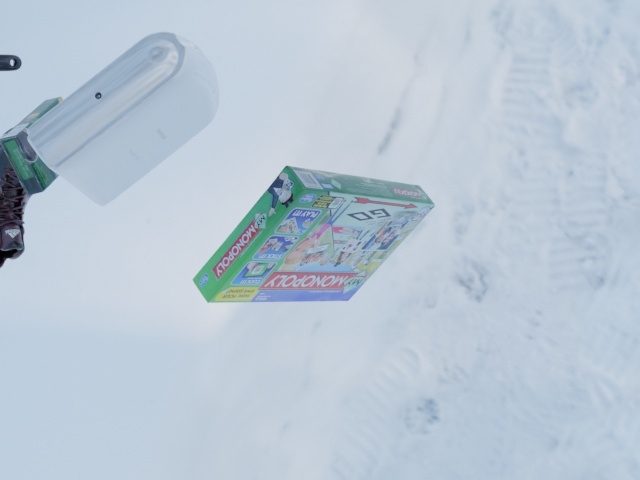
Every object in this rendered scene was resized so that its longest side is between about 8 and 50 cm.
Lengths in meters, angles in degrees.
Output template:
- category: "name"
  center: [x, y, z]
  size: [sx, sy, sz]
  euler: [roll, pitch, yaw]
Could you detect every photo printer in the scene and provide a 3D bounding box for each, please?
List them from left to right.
- category: "photo printer"
  center: [-0.306, -0.205, 1.704]
  size: [0.307, 0.256, 0.107]
  euler: [-39, 76, -3]

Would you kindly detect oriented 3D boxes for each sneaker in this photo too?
- category: "sneaker"
  center: [-0.572, -0.064, 1.932]
  size: [0.281, 0.106, 0.162]
  euler: [-63, 38, 27]

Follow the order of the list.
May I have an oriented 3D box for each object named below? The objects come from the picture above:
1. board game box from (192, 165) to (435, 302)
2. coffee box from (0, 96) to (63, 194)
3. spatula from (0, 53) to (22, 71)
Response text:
- category: "board game box"
  center: [0.000, 0.000, 1.413]
  size: [0.213, 0.317, 0.046]
  euler: [-50, 62, 24]
- category: "coffee box"
  center: [-0.491, -0.172, 1.828]
  size: [0.040, 0.113, 0.184]
  euler: [-12, 25, 20]
- category: "spatula"
  center: [-0.665, -0.307, 1.783]
  size: [0.030, 0.296, 0.084]
  euler: [12, 105, 57]
